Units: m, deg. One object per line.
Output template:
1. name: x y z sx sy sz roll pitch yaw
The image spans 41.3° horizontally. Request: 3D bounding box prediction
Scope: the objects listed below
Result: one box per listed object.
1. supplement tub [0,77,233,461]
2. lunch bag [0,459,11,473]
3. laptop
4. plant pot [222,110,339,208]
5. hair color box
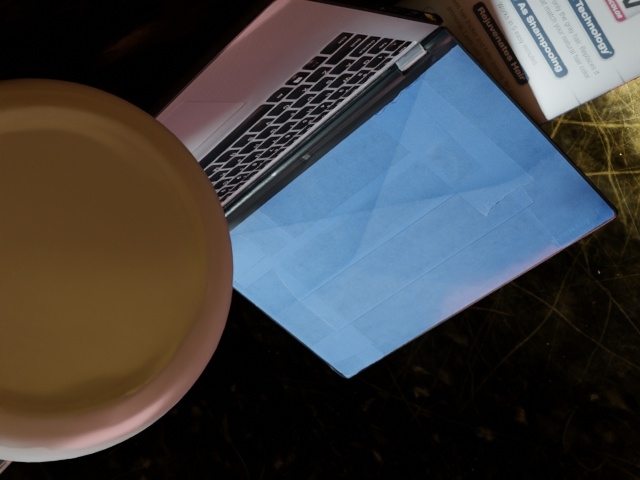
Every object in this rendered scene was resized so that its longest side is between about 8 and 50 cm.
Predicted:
1. supplement tub: -0.182 0.031 0.517 0.191 0.191 0.272 -31 -176 -28
2. lunch bag: -0.426 0.172 0.839 0.305 0.212 0.256 -48 -161 -11
3. laptop: 0.000 0.000 0.777 0.382 0.236 0.408 -37 168 31
4. plant pot: -0.069 -0.097 1.049 0.237 0.110 0.237 -47 171 -10
5. hair color box: 0.174 -0.195 0.826 0.347 0.173 0.105 -25 -167 42
